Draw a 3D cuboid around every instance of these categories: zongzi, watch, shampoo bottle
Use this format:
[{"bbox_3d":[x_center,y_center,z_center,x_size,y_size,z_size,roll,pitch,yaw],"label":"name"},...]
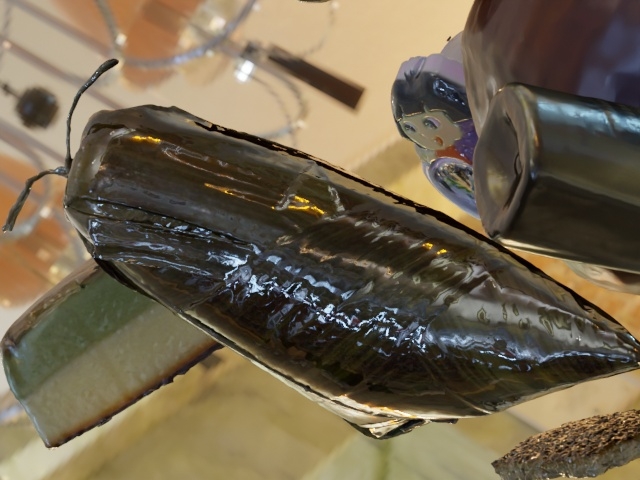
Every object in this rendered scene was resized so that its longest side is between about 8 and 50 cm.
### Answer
[{"bbox_3d":[0.000,0.000,0.740,0.111,0.248,0.241,-64,17,-19],"label":"zongzi"},{"bbox_3d":[0.211,-0.159,1.706,0.231,0.244,0.196,-52,16,-18],"label":"watch"},{"bbox_3d":[0.269,-0.015,0.955,0.125,0.350,0.084,-95,20,-53],"label":"shampoo bottle"}]

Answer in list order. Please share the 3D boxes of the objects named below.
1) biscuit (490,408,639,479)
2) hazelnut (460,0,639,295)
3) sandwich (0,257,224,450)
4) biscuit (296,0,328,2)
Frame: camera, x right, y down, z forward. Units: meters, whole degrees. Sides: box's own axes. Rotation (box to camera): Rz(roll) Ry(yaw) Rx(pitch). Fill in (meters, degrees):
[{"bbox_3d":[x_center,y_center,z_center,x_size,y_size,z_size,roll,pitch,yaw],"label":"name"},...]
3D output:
[{"bbox_3d":[0.208,0.164,1.279,0.131,0.026,0.237,-16,-4,-23],"label":"biscuit"},{"bbox_3d":[0.300,-0.149,1.233,0.421,0.353,0.421,-31,-45,-37],"label":"hazelnut"},{"bbox_3d":[-0.153,0.062,1.254,0.220,0.108,0.186,-34,6,-14],"label":"sandwich"},{"bbox_3d":[0.143,-0.321,1.358,0.394,0.076,0.368,-4,-29,-13],"label":"biscuit"}]
